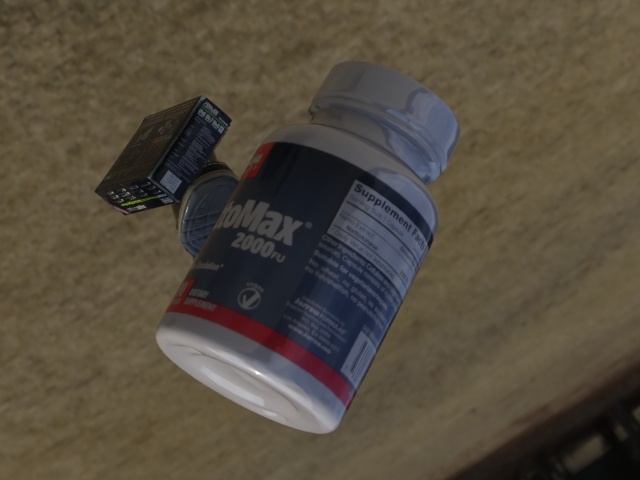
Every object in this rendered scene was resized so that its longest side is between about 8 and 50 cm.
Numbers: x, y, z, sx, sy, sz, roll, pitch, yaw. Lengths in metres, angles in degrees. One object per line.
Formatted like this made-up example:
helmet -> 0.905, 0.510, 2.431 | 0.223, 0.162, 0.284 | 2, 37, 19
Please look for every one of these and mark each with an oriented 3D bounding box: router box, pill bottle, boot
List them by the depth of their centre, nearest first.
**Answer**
pill bottle -> 0.000, 0.000, 0.708 | 0.180, 0.108, 0.108 | -62, 174, -18
router box -> -0.140, -0.073, 1.182 | 0.122, 0.038, 0.092 | -8, -133, 58
boot -> -0.145, -0.071, 1.563 | 0.085, 0.179, 0.236 | -17, 154, -9
